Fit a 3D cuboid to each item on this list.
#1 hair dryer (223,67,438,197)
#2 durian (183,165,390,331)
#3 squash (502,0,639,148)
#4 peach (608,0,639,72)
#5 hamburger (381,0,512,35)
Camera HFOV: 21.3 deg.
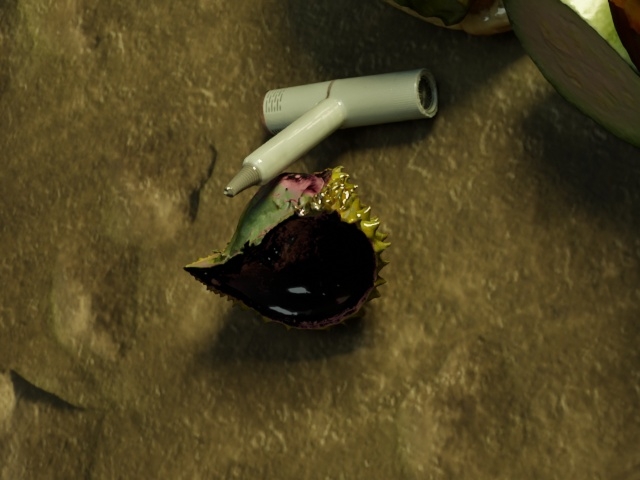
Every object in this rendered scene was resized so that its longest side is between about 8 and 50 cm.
[{"bbox_3d":[-0.007,-0.078,1.352,0.155,0.183,0.044,-7,117,32],"label":"hair dryer"},{"bbox_3d":[0.000,-0.003,1.368,0.186,0.119,0.108,-30,25,43],"label":"durian"},{"bbox_3d":[0.222,-0.159,1.221,0.123,0.170,0.170,-47,56,0],"label":"squash"},{"bbox_3d":[0.334,-0.213,1.033,0.290,0.372,0.372,45,104,11],"label":"peach"},{"bbox_3d":[0.099,-0.269,1.326,0.330,0.162,0.209,5,78,29],"label":"hamburger"}]
